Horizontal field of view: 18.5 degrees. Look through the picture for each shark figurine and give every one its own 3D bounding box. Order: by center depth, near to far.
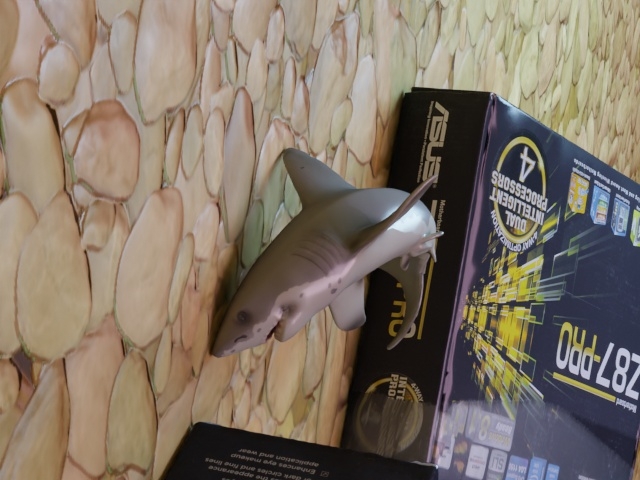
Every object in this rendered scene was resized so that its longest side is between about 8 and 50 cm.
[{"bbox_3d":[0.020,-0.014,1.326,0.166,0.116,0.278,-51,163,18],"label":"shark figurine"}]

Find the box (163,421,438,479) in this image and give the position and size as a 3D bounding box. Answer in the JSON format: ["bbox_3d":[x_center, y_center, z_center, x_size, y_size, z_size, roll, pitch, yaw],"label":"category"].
[{"bbox_3d":[-0.025,0.199,1.151,0.158,0.156,0.093,-60,154,-52],"label":"box"}]

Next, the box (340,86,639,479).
[{"bbox_3d":[0.175,0.072,1.717,0.395,0.097,0.318,25,75,-55],"label":"box"}]
